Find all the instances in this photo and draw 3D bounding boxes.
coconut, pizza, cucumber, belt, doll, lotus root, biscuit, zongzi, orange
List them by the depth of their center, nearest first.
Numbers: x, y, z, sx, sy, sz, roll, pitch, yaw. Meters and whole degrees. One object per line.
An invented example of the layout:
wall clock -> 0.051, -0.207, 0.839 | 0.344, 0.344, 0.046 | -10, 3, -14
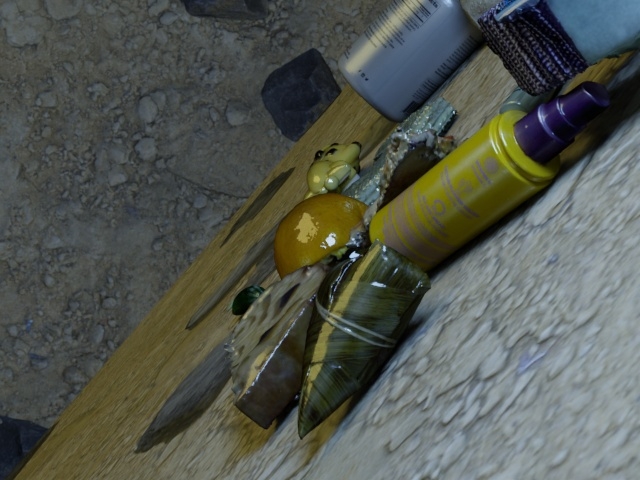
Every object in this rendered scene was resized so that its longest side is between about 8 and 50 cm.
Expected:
belt -> 0.287, -0.245, 1.005 | 0.325, 0.122, 0.260 | -32, 4, 26
zongzi -> 0.014, 0.098, 1.087 | 0.184, 0.084, 0.187 | -60, 4, -10
pizza -> 0.091, -0.068, 1.186 | 0.185, 0.052, 0.195 | -33, -21, -4
lotus root -> -0.030, 0.101, 1.287 | 0.170, 0.074, 0.260 | -45, 9, 0
orange -> 0.000, 0.000, 1.489 | 0.160, 0.112, 0.170 | -51, 21, -25
biscuit -> 0.086, -0.091, 1.639 | 0.250, 0.046, 0.147 | -52, 10, -25
coconut -> 0.265, -0.374, 1.812 | 0.110, 0.124, 0.110 | -14, 57, 23
cucumber -> -0.110, 0.092, 1.827 | 0.039, 0.039, 0.168 | -51, 8, -20
doll -> 0.021, -0.101, 1.884 | 0.117, 0.086, 0.291 | -50, 6, 12

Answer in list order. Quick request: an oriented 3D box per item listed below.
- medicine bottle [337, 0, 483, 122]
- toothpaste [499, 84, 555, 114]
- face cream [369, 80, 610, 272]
medicine bottle -> 0.176, -0.347, 1.967 | 0.288, 0.157, 0.157 | -45, 9, 14
toothpaste -> 0.247, -0.179, 1.280 | 0.064, 0.041, 0.218 | -19, 25, 50
face cream -> 0.153, -0.059, 1.064 | 0.273, 0.078, 0.078 | -40, 12, 43
